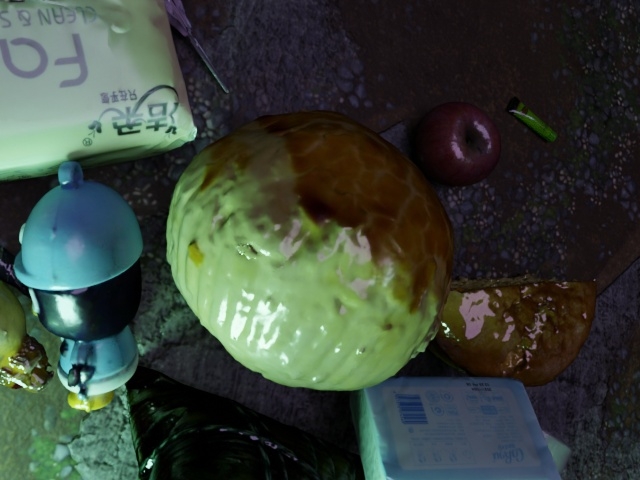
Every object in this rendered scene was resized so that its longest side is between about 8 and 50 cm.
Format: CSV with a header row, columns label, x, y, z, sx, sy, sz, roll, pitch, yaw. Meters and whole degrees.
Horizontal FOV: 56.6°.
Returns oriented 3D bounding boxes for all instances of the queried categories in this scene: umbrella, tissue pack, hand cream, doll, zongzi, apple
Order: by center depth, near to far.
label,x,y,z,sx,sy,sz,roll,pitch,yaw
tissue pack,-0.391,-0.240,0.717,0.404,0.205,0.332,-15,96,-24
zongzi,-0.099,0.341,0.733,0.319,0.362,0.383,-43,107,-2
doll,-0.292,0.056,0.734,0.140,0.177,0.314,3,112,-3
umbrella,-0.441,0.014,0.761,0.188,0.050,0.046,32,52,-19
tissue pack,0.184,0.283,0.845,0.263,0.089,0.177,5,45,-17
apple,0.238,-0.168,1.050,0.153,0.120,0.154,4,79,-21
hand cream,0.426,-0.241,1.195,0.121,0.023,0.036,33,77,-15

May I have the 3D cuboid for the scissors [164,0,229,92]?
label,x,y,z,sx,sy,sz,roll,pitch,yaw
scissors,-0.193,-0.303,0.897,0.015,0.100,0.189,-27,116,18

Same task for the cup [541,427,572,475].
label,x,y,z,sx,sy,sz,roll,pitch,yaw
cup,0.302,0.419,1.024,0.258,0.186,0.234,39,79,-46

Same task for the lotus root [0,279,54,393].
label,x,y,z,sx,sy,sz,roll,pitch,yaw
lotus root,-0.472,0.082,0.689,0.342,0.151,0.169,31,94,-25

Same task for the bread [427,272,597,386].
label,x,y,z,sx,sy,sz,roll,pitch,yaw
bread,0.306,0.153,1.024,0.339,0.194,0.179,-2,93,-23

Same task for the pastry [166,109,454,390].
label,x,y,z,sx,sy,sz,roll,pitch,yaw
pastry,0.000,0.000,0.780,0.388,0.388,0.313,25,102,-21
